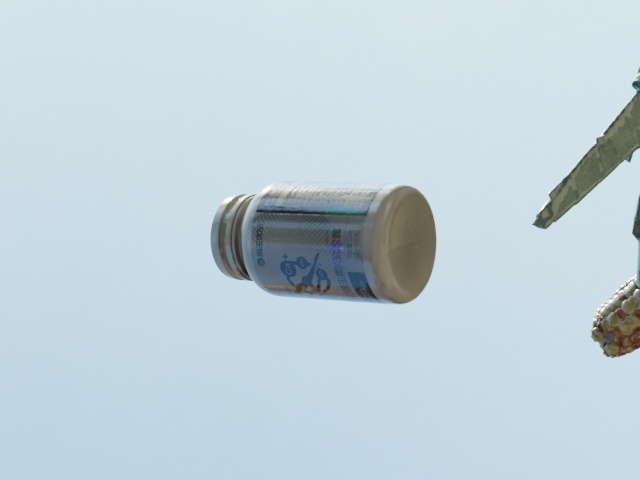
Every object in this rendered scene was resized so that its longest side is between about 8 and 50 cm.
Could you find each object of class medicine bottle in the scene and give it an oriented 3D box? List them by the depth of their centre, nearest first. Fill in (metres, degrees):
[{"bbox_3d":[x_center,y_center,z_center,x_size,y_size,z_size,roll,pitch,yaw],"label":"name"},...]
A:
[{"bbox_3d":[0.000,0.000,1.338,0.107,0.192,0.107,-5,-84,-57],"label":"medicine bottle"}]

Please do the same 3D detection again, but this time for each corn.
[{"bbox_3d":[0.356,0.025,1.420,0.079,0.237,0.079,50,-170,-12],"label":"corn"}]

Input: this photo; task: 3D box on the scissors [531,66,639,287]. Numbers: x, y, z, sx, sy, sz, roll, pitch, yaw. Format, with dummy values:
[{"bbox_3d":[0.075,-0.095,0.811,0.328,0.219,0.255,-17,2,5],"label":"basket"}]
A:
[{"bbox_3d":[0.271,-0.127,1.144,0.256,0.029,0.383,38,-120,-9],"label":"scissors"}]
